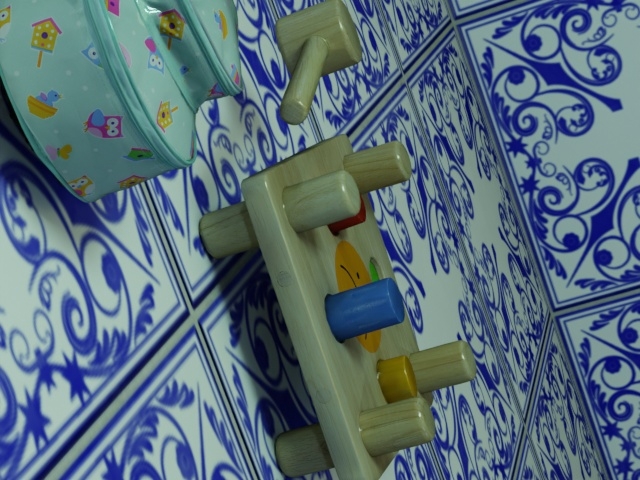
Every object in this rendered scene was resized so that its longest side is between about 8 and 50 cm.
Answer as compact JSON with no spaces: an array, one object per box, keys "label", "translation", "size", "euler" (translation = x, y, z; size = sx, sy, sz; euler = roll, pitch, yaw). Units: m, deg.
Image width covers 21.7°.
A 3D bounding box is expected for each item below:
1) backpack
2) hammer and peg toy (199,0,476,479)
[{"label":"backpack","translation":[-0.126,-0.126,1.017],"size":[0.166,0.144,0.188],"euler":[64,20,-47]},{"label":"hammer and peg toy","translation":[0.000,0.000,1.338],"size":[0.266,0.127,0.361],"euler":[-38,110,-71]}]
